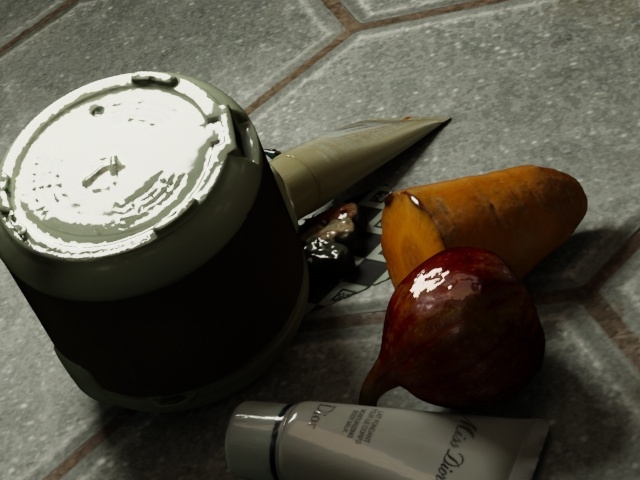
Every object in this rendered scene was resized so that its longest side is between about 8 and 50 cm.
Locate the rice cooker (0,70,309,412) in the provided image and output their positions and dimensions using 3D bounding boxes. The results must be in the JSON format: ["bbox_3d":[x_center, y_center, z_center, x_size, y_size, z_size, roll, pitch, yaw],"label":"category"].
[{"bbox_3d":[-0.185,0.006,1.777,0.335,0.325,0.335,-9,51,11],"label":"rice cooker"}]

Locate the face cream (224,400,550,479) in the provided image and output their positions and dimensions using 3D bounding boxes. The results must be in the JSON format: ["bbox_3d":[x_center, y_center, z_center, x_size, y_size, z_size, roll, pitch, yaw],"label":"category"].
[{"bbox_3d":[0.060,0.213,1.543,0.314,0.089,0.143,5,36,21],"label":"face cream"}]

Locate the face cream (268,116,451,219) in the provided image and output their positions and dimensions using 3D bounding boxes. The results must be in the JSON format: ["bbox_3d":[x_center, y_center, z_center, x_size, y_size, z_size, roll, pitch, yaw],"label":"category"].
[{"bbox_3d":[0.029,-0.110,2.047,0.137,0.084,0.341,1,22,37],"label":"face cream"}]

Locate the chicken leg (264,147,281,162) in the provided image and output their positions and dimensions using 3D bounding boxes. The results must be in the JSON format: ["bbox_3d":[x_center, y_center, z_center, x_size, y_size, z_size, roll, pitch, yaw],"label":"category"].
[{"bbox_3d":[-0.125,-0.099,2.147,0.228,0.103,0.088,16,50,20],"label":"chicken leg"}]

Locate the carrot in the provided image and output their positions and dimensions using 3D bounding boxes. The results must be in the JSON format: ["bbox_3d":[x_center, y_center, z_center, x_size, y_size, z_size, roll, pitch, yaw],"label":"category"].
[{"bbox_3d":[0.193,-0.017,1.756,0.225,0.159,0.159,-23,29,-20],"label":"carrot"}]

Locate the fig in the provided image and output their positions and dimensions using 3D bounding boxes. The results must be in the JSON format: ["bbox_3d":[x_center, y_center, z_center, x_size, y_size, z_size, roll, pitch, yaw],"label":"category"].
[{"bbox_3d":[0.120,0.106,1.576,0.207,0.175,0.175,-25,30,0],"label":"fig"}]

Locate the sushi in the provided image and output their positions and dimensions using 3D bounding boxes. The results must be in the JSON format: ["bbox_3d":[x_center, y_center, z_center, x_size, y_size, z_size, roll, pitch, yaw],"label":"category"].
[{"bbox_3d":[0.000,0.000,1.941,0.231,0.047,0.219,-24,30,-2],"label":"sushi"}]
